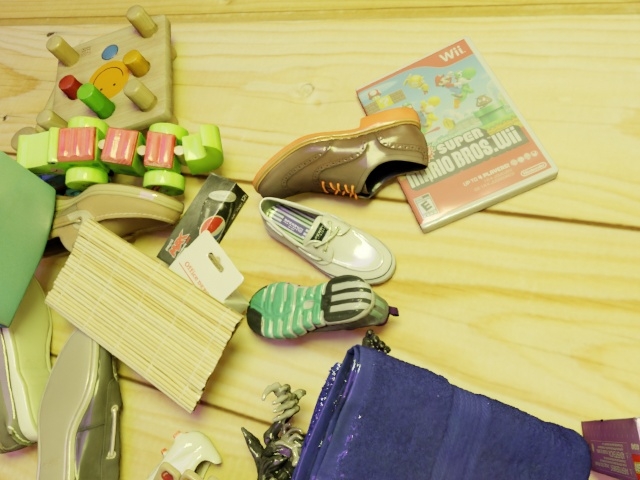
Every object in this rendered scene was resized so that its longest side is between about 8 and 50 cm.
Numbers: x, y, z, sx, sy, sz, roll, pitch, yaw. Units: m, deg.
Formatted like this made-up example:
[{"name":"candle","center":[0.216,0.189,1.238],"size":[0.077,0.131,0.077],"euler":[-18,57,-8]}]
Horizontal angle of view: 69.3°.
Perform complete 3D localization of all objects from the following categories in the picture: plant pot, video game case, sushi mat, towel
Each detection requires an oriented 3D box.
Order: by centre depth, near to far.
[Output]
[{"name":"towel","center":[0.119,0.258,0.468],"size":[0.308,0.076,0.227],"euler":[24,80,-15]},{"name":"sushi mat","center":[-0.265,0.098,0.664],"size":[0.317,0.019,0.151],"euler":[27,95,20]},{"name":"plant pot","center":[-0.529,-0.011,0.699],"size":[0.166,0.165,0.234],"euler":[-4,57,28]},{"name":"video game case","center":[0.196,-0.172,0.717],"size":[0.204,0.025,0.285],"euler":[-24,64,7]}]

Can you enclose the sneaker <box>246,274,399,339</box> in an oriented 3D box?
[{"name":"sneaker","center":[-0.005,0.106,0.649],"size":[0.224,0.098,0.083],"euler":[-10,60,40]}]

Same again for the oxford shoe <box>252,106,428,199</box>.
[{"name":"oxford shoe","center":[0.025,-0.105,0.689],"size":[0.272,0.097,0.098],"euler":[-20,70,16]}]

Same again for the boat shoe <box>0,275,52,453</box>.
[{"name":"boat shoe","center":[-0.498,0.180,0.747],"size":[0.091,0.109,0.304],"euler":[-23,68,2]}]

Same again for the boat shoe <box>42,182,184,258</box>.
[{"name":"boat shoe","center":[-0.378,-0.020,0.790],"size":[0.341,0.122,0.110],"euler":[-5,72,26]}]

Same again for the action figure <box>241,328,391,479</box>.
[{"name":"action figure","center":[-0.003,0.235,0.557],"size":[0.276,0.141,0.164],"euler":[-45,66,-7]}]

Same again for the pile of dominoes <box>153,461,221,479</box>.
[{"name":"pile of dominoes","center":[-0.106,0.368,0.531],"size":[0.251,0.040,0.195],"euler":[7,108,19]}]

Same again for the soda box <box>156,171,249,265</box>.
[{"name":"soda box","center":[-0.192,-0.024,0.763],"size":[0.060,0.053,0.168],"euler":[25,79,24]}]

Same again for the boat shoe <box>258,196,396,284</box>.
[{"name":"boat shoe","center":[0.000,0.000,0.681],"size":[0.226,0.076,0.083],"euler":[20,77,23]}]

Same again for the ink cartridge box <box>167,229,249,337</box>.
[{"name":"ink cartridge box","center":[-0.189,0.094,0.690],"size":[0.198,0.067,0.115],"euler":[-47,64,9]}]

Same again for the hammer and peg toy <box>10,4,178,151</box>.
[{"name":"hammer and peg toy","center":[-0.459,-0.299,0.910],"size":[0.362,0.127,0.265],"euler":[-13,66,12]}]

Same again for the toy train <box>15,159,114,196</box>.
[{"name":"toy train","center":[-0.475,-0.125,0.860],"size":[0.184,0.105,0.080],"euler":[-19,65,9]}]

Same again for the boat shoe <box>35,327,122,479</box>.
[{"name":"boat shoe","center":[-0.344,0.292,0.678],"size":[0.112,0.095,0.334],"euler":[-17,60,23]}]

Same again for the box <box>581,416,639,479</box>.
[{"name":"box","center":[0.417,0.191,0.409],"size":[0.294,0.201,0.057],"euler":[-4,68,16]}]

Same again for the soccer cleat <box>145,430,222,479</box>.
[{"name":"soccer cleat","center":[-0.214,0.350,0.619],"size":[0.076,0.068,0.196],"euler":[33,79,22]}]

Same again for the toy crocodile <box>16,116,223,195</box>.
[{"name":"toy crocodile","center":[-0.328,-0.144,0.760],"size":[0.341,0.105,0.115],"euler":[2,78,-1]}]
